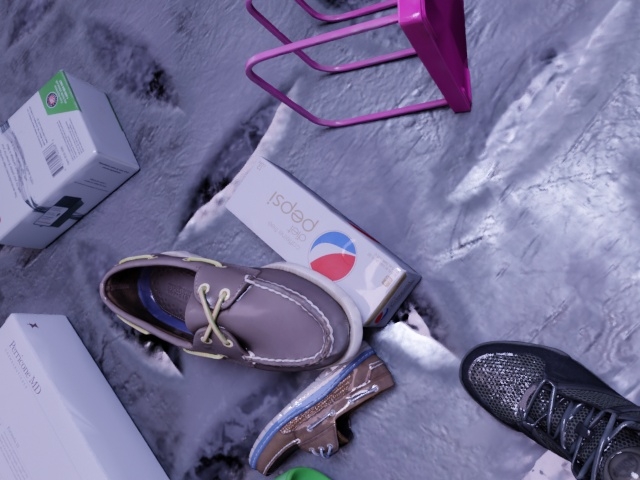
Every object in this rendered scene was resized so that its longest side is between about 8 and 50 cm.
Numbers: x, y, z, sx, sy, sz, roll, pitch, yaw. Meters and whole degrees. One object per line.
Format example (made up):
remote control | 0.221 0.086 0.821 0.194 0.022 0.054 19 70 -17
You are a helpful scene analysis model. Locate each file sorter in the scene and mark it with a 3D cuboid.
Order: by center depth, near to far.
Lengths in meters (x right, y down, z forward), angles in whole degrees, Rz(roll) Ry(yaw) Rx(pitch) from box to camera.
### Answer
file sorter | 0.036 -0.287 0.580 0.182 0.202 0.290 -6 79 25

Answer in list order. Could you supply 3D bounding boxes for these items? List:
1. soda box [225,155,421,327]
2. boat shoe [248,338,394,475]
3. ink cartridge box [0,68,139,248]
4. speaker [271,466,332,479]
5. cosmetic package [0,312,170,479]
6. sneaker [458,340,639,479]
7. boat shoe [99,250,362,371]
soda box | 0.000 0.000 0.622 0.216 0.069 0.074 40 99 24
boat shoe | 0.000 0.188 0.592 0.183 0.066 0.066 -49 68 10
ink cartridge box | -0.378 -0.106 0.799 0.208 0.087 0.153 -34 70 15
speaker | -0.086 0.369 0.570 0.131 0.131 0.296 45 101 24
cosmetic package | -0.349 0.323 0.712 0.284 0.097 0.377 -48 66 12
sneaker | 0.215 0.151 0.468 0.227 0.130 0.087 32 93 27
boat shoe | -0.109 0.073 0.606 0.324 0.097 0.116 11 100 38
